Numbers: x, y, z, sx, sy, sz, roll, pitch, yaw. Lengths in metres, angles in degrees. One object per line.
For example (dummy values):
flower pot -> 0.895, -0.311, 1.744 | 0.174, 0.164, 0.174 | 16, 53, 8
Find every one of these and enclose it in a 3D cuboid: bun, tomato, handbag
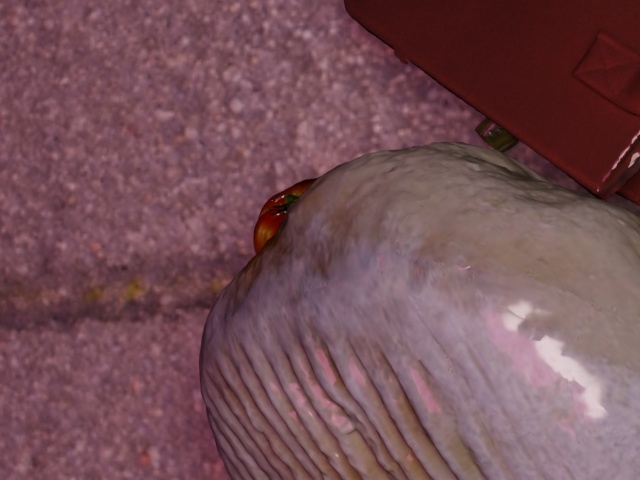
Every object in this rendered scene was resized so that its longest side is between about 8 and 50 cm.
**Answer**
bun -> 0.098, 0.101, 0.974 | 0.362, 0.211, 0.362 | 26, 138, 26
tomato -> 0.000, 0.000, 1.129 | 0.087, 0.087, 0.075 | -17, 115, 23
handbag -> 0.170, -0.182, 1.022 | 0.260, 0.084, 0.275 | -55, 48, 10

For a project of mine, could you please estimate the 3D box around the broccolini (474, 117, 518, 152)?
broccolini -> 0.209, -0.139, 1.075 | 0.057, 0.071, 0.254 | 40, 115, -20
